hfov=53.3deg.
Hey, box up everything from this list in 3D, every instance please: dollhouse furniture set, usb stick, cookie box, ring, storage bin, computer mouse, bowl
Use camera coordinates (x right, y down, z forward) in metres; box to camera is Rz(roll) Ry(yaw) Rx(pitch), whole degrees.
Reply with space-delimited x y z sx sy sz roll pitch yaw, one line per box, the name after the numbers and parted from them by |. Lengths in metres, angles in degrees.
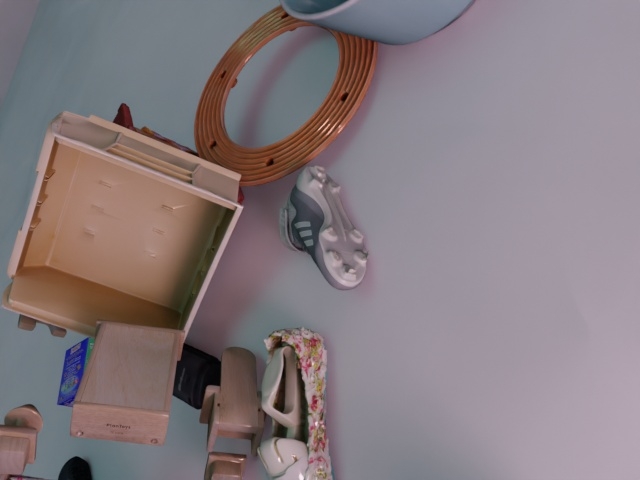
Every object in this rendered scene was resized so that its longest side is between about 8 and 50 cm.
-0.249 0.304 0.838 0.174 0.303 0.356 -104 26 -63 | dollhouse furniture set
-0.235 0.187 0.973 0.278 0.045 0.077 8 75 50 | usb stick
-0.320 -0.009 1.054 0.374 0.201 0.152 -50 41 19 | dollhouse furniture set
-0.441 0.244 1.180 0.091 0.040 0.107 -29 51 37 | cookie box
-0.058 -0.230 0.968 0.336 0.032 0.337 -17 57 28 | ring
-0.272 -0.005 0.871 0.123 0.260 0.262 -97 31 -63 | storage bin
-0.390 0.450 1.010 0.071 0.041 0.242 -50 41 17 | computer mouse
0.106 -0.373 0.795 0.311 0.163 0.312 -27 51 38 | bowl

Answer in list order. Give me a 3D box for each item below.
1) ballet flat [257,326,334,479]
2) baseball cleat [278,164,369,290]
-0.035 0.207 0.709 0.091 0.077 0.241 -29 51 34 | ballet flat
0.000 0.000 0.803 0.109 0.072 0.206 -54 33 35 | baseball cleat
